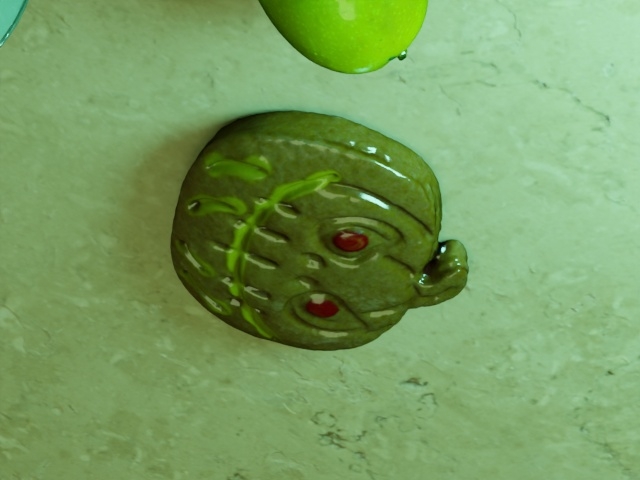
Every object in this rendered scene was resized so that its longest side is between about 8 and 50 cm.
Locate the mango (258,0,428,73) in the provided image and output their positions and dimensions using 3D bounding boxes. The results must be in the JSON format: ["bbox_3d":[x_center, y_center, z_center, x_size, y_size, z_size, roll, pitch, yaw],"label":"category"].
[{"bbox_3d":[-0.005,-0.287,1.885,0.175,0.143,0.293,-13,123,41],"label":"mango"}]

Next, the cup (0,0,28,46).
[{"bbox_3d":[-0.496,-0.337,1.805,0.401,0.310,0.392,14,159,17],"label":"cup"}]

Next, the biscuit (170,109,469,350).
[{"bbox_3d":[-0.002,0.007,2.297,0.350,0.070,0.394,14,142,4],"label":"biscuit"}]
